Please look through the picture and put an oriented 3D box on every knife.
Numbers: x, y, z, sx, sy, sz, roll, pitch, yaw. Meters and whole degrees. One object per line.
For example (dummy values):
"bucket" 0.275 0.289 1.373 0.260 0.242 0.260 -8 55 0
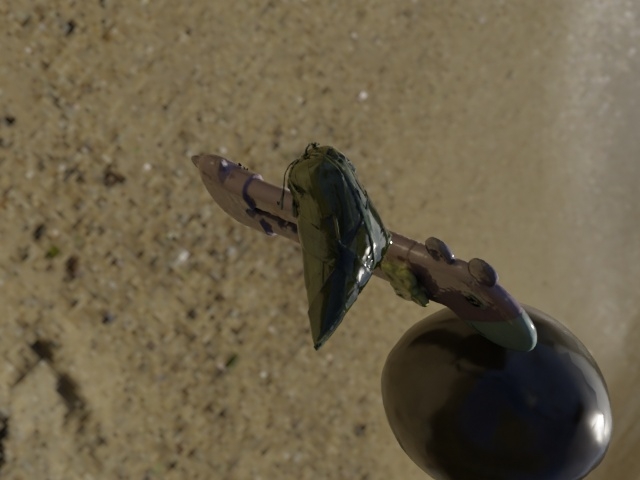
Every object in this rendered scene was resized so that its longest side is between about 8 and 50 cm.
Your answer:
"knife" 0.025 0.005 1.376 0.038 0.398 0.132 -48 136 -19

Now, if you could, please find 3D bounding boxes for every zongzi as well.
"zongzi" 0.000 0.000 1.107 0.109 0.055 0.119 61 40 -31

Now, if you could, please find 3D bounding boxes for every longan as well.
"longan" 0.160 0.144 1.404 0.198 0.212 0.198 10 90 -81
